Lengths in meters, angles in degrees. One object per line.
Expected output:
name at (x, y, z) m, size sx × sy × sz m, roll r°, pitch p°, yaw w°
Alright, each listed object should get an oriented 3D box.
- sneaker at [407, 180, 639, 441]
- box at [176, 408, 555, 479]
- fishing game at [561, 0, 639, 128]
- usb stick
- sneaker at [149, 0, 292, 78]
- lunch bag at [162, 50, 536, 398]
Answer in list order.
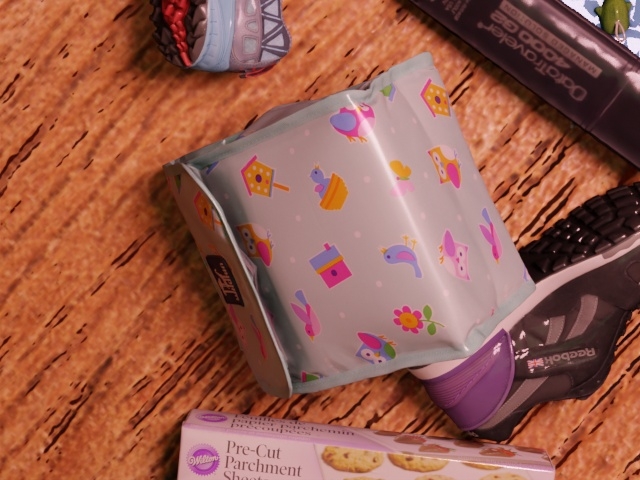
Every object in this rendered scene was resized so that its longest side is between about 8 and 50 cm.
sneaker at (0.216, 0.061, 1.049) m, size 0.283 × 0.107 × 0.124 m, roll -35°, pitch 106°, yaw 13°
box at (0.039, 0.202, 1.083) m, size 0.324 × 0.063 × 0.067 m, roll 7°, pitch 98°, yaw 1°
fishing game at (0.263, -0.226, 1.024) m, size 0.189 × 0.041 × 0.264 m, roll 45°, pitch 98°, yaw -2°
usb stick at (0.190, -0.154, 1.012) m, size 0.278 × 0.045 × 0.077 m, roll 37°, pitch 120°, yaw 3°
sneaker at (-0.067, -0.259, 1.015) m, size 0.125 × 0.104 × 0.262 m, roll 8°, pitch 84°, yaw -39°
lunch bag at (0.000, 0.000, 0.995) m, size 0.262 × 0.160 × 0.223 m, roll -18°, pitch 101°, yaw 37°
